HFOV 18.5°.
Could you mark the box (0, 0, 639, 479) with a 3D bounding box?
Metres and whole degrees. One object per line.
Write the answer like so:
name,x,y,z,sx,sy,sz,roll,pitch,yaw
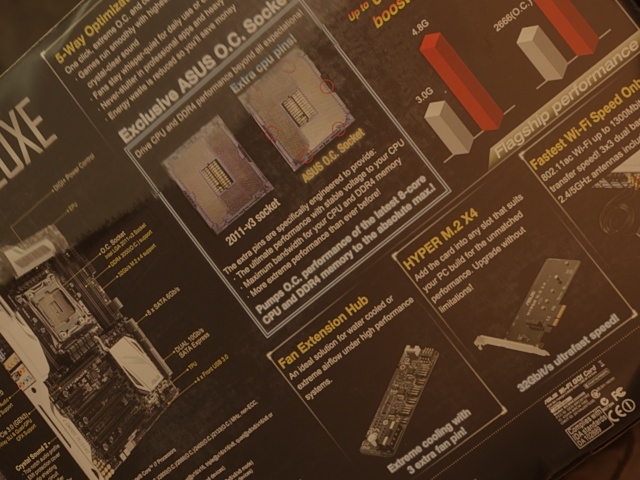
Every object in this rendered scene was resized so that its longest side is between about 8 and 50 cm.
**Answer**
box,0.000,0.000,0.728,0.307,0.076,0.242,-40,86,20
